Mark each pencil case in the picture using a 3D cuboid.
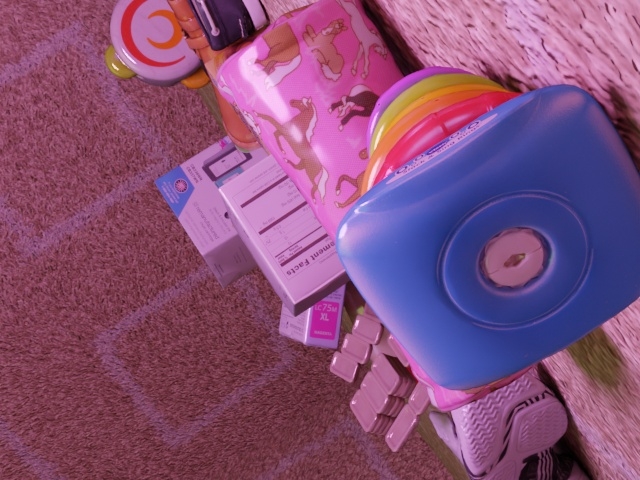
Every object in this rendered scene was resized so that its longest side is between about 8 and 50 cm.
[{"bbox_3d":[0.068,-0.032,0.914,0.386,0.167,0.160,56,137,3],"label":"pencil case"}]

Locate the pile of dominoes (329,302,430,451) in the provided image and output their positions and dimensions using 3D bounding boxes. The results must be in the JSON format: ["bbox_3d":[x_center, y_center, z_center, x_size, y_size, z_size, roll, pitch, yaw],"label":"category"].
[{"bbox_3d":[0.116,0.124,1.272,0.040,0.251,0.196,17,-158,-33],"label":"pile of dominoes"}]

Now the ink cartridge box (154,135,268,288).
[{"bbox_3d":[-0.148,-0.080,2.030,0.198,0.270,0.197,54,173,22],"label":"ink cartridge box"}]

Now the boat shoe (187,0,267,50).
[{"bbox_3d":[-0.188,-0.401,1.372,0.302,0.091,0.114,57,175,-5],"label":"boat shoe"}]

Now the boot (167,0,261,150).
[{"bbox_3d":[-0.145,-0.285,1.519,0.220,0.109,0.283,56,-163,-45],"label":"boot"}]

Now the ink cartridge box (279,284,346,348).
[{"bbox_3d":[0.000,0.000,1.545,0.186,0.065,0.311,-178,94,-76],"label":"ink cartridge box"}]

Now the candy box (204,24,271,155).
[{"bbox_3d":[-0.067,-0.202,1.392,0.186,0.109,0.053,54,174,35],"label":"candy box"}]

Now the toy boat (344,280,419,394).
[{"bbox_3d":[0.130,0.128,1.573,0.318,0.148,0.267,-117,2,-60],"label":"toy boat"}]

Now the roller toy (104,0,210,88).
[{"bbox_3d":[-0.305,-0.398,1.973,0.146,0.209,0.191,-171,87,-83],"label":"roller toy"}]

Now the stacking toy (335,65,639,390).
[{"bbox_3d":[0.093,-0.059,0.713,0.165,0.175,0.302,53,-169,-27],"label":"stacking toy"}]

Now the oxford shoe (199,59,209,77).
[{"bbox_3d":[-0.174,-0.324,1.814,0.096,0.083,0.227,58,176,42],"label":"oxford shoe"}]

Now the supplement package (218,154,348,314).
[{"bbox_3d":[0.014,-0.032,1.153,0.145,0.204,0.262,55,175,6],"label":"supplement package"}]

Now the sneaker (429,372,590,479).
[{"bbox_3d":[0.214,0.231,1.289,0.210,0.137,0.365,46,173,49],"label":"sneaker"}]
